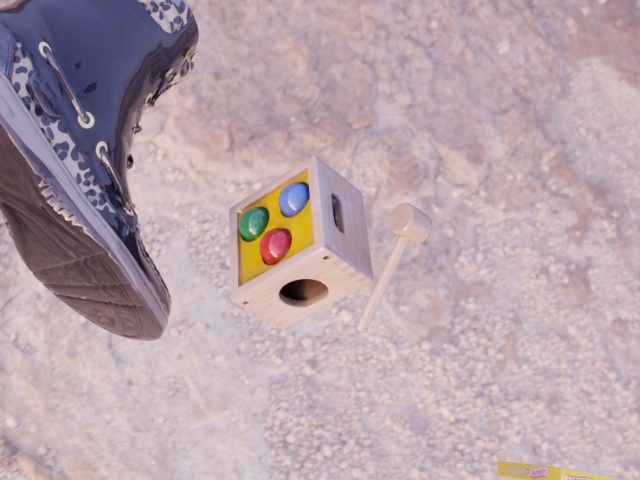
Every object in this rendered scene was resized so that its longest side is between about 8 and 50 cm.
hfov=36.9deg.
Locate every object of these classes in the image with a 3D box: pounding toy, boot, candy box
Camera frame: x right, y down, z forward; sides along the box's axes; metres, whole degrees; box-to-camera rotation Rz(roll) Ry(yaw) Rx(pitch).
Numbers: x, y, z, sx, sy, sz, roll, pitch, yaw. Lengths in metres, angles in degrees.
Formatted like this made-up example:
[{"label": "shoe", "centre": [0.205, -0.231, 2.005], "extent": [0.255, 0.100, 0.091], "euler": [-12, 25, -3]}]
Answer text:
[{"label": "pounding toy", "centre": [0.005, 0.005, 0.977], "extent": [0.094, 0.206, 0.181], "euler": [35, 37, -39]}, {"label": "boot", "centre": [-0.216, -0.107, 0.993], "extent": [0.377, 0.138, 0.284], "euler": [59, 43, -32]}, {"label": "candy box", "centre": [0.327, 0.322, 1.297], "extent": [0.105, 0.206, 0.027], "euler": [15, 77, -10]}]
